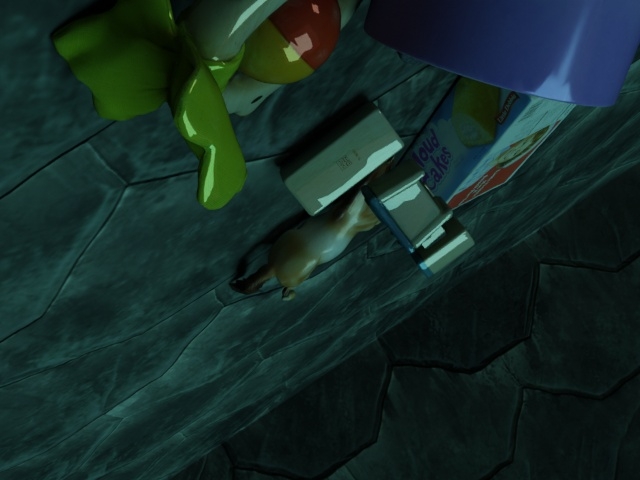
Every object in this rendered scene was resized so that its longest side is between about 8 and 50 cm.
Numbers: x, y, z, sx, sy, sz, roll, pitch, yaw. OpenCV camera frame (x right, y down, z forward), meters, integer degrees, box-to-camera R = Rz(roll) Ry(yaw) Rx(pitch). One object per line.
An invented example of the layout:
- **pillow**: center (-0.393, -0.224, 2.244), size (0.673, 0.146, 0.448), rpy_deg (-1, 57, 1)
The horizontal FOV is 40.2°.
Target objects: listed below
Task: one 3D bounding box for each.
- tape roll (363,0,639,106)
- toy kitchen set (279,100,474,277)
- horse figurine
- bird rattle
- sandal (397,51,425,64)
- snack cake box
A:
- **tape roll**: center (0.131, -0.163, 0.617), size (0.189, 0.189, 0.080), rpy_deg (-14, 126, -53)
- **toy kitchen set**: center (0.055, -0.053, 0.984), size (0.122, 0.207, 0.166), rpy_deg (-37, -157, 6)
- **horse figurine**: center (0.000, 0.000, 1.116), size (0.263, 0.066, 0.174), rpy_deg (-35, 167, -2)
- **bird rattle**: center (-0.034, -0.156, 0.553), size (0.253, 0.143, 0.207), rpy_deg (-51, 174, 9)
- **sandal**: center (0.161, -0.238, 0.773), size (0.254, 0.054, 0.097), rpy_deg (-36, 175, -10)
- **snack cake box**: center (0.218, -0.148, 1.082), size (0.152, 0.089, 0.264), rpy_deg (-27, 164, -32)
